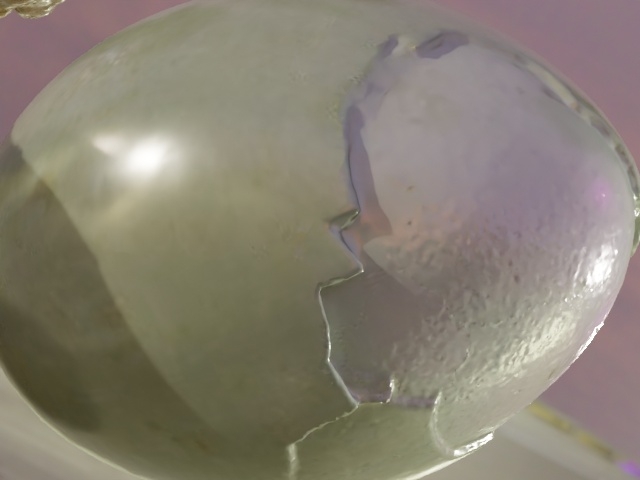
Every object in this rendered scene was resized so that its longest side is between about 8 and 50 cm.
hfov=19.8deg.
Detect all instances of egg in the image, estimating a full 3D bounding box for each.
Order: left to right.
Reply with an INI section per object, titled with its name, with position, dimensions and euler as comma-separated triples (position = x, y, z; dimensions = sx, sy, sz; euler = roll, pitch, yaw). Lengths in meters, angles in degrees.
[egg]
position = 0.000, 0.000, 0.968
dimensions = 0.336, 0.278, 0.278
euler = -9, -24, 27

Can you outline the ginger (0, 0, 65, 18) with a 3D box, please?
[ginger]
position = -0.145, -0.200, 1.095
dimensions = 0.065, 0.149, 0.258
euler = 38, -13, 0
